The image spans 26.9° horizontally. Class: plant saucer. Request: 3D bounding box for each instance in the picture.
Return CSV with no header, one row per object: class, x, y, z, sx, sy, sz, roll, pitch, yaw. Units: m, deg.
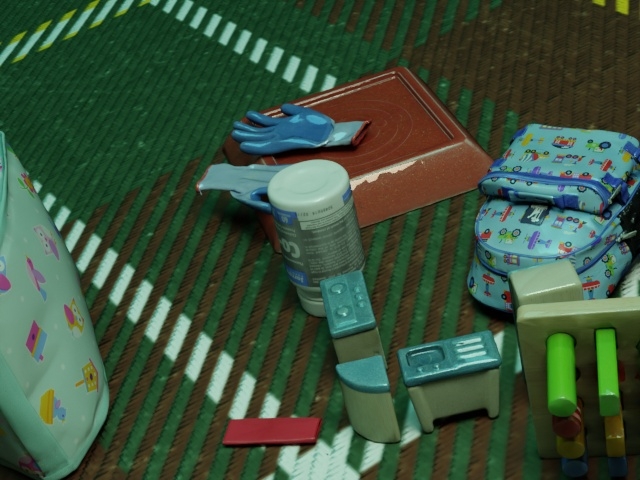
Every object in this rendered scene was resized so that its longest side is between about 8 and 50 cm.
plant saucer,0.035,-0.106,1.484,0.258,0.047,0.259,-19,35,-8

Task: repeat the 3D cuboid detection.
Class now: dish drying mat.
dish drying mat,-0.042,0.165,1.155,0.083,0.008,0.032,-4,34,15

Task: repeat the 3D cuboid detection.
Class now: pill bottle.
pill bottle,0.000,0.000,1.262,0.078,0.137,0.078,-9,33,6

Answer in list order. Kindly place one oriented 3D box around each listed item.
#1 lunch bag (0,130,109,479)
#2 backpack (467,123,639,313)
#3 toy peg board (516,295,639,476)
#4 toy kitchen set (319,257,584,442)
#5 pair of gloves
lunch bag,-0.294,0.068,1.192,0.160,0.223,0.262,-22,36,-2
backpack,0.212,-0.012,1.228,0.158,0.117,0.173,13,45,35
toy peg board,0.233,0.125,0.984,0.161,0.160,0.079,-5,40,13
toy kitchen set,0.108,0.060,1.151,0.207,0.122,0.166,-13,34,1
pair of gloves,-0.041,-0.091,1.427,0.159,0.023,0.198,4,37,25
